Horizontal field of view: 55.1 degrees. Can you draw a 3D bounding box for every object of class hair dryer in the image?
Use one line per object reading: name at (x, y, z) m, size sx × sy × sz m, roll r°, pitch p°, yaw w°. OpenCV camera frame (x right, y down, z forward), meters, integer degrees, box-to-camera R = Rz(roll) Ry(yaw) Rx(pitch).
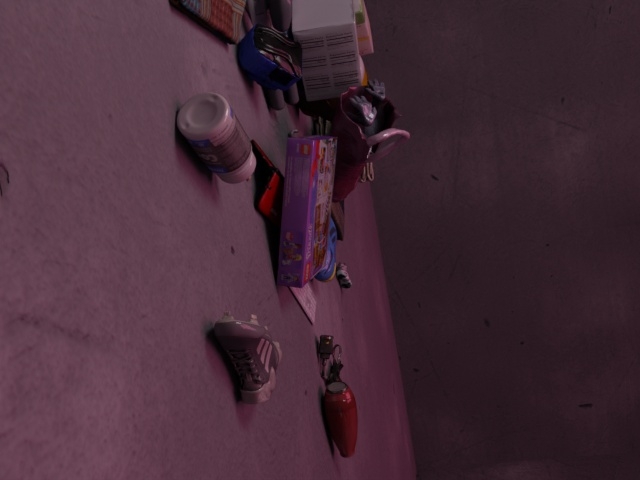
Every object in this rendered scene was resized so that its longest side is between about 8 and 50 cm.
hair dryer at (0.057, 0.387, 1.532) m, size 0.223 × 0.080 × 0.293 m, roll 59°, pitch 25°, yaw -65°

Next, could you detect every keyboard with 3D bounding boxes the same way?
keyboard at (-0.044, 0.110, 1.393) m, size 0.256 × 0.014 × 0.072 m, roll 64°, pitch 20°, yaw -56°

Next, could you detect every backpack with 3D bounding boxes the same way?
backpack at (-0.107, -0.358, 1.217) m, size 0.120 × 0.101 × 0.098 m, roll 23°, pitch 49°, yaw -38°

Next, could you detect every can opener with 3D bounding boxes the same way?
can opener at (-0.095, -0.406, 1.295) m, size 0.093 × 0.074 × 0.280 m, roll 47°, pitch -27°, yaw 45°

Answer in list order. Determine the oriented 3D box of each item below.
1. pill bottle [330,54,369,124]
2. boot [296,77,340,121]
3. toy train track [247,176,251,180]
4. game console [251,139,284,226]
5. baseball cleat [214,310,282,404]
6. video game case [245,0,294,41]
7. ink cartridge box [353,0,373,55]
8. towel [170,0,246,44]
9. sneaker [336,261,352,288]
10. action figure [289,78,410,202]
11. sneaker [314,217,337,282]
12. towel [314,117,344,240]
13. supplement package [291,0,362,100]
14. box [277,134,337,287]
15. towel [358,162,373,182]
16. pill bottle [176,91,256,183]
pill bottle at (0.053, -0.489, 1.894) m, size 0.334 × 0.188 × 0.188 m, roll 39°, pitch 44°, yaw -74°
boot at (0.020, -0.374, 1.628) m, size 0.106 × 0.219 × 0.082 m, roll 46°, pitch 59°, yaw -56°
toy train track at (-0.135, -0.153, 1.128) m, size 0.048 × 0.014 × 0.083 m, roll -17°, pitch 98°, yaw -79°
game console at (-0.109, -0.111, 1.230) m, size 0.124 × 0.085 × 0.144 m, roll -64°, pitch 161°, yaw -8°
baseball cleat at (-0.101, 0.180, 0.902) m, size 0.206 × 0.072 × 0.109 m, roll 53°, pitch 36°, yaw -61°
video game case at (-0.118, -0.588, 1.430) m, size 0.244 × 0.061 × 0.269 m, roll 51°, pitch 32°, yaw -67°
ink cartridge box at (0.059, -0.692, 2.023) m, size 0.353 × 0.207 × 0.119 m, roll 34°, pitch 48°, yaw -75°
towel at (-0.144, -0.528, 0.983) m, size 0.271 × 0.040 × 0.370 m, roll -23°, pitch 125°, yaw -78°
sneaker at (0.076, 0.105, 1.953) m, size 0.098 × 0.038 × 0.069 m, roll 68°, pitch 18°, yaw -52°
action figure at (0.081, -0.203, 1.535) m, size 0.276 × 0.248 × 0.370 m, roll 52°, pitch -46°, yaw 31°
sneaker at (0.000, 0.000, 1.566) m, size 0.082 × 0.069 × 0.209 m, roll 54°, pitch 29°, yaw -60°
towel at (0.026, -0.200, 1.940) m, size 0.324 × 0.056 × 0.312 m, roll 67°, pitch 21°, yaw -59°
supplement package at (0.018, -0.492, 1.516) m, size 0.203 × 0.149 × 0.194 m, roll 76°, pitch 9°, yaw -51°
box at (-0.025, -0.068, 1.271) m, size 0.201 × 0.057 × 0.293 m, roll -37°, pitch 134°, yaw -72°
towel at (0.090, -0.270, 1.825) m, size 0.282 × 0.049 × 0.187 m, roll -148°, pitch -128°, yaw -75°
pill bottle at (-0.146, -0.144, 0.894) m, size 0.137 × 0.078 × 0.078 m, roll 61°, pitch 23°, yaw -61°
